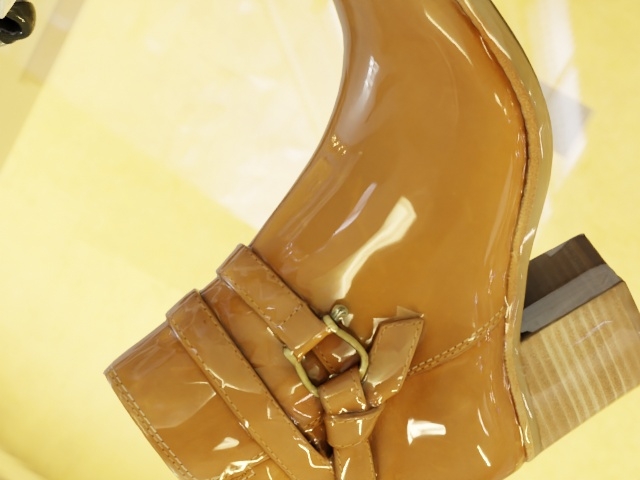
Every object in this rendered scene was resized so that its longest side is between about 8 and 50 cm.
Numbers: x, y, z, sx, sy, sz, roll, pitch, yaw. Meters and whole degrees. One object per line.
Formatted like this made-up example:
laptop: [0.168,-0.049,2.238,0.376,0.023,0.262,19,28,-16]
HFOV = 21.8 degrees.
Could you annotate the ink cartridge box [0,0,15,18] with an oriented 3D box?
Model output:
ink cartridge box: [-0.127,-0.162,0.519,0.097,0.046,0.207,28,152,2]

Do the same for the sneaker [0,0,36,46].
sneaker: [-0.167,-0.174,0.951,0.132,0.228,0.086,57,171,32]

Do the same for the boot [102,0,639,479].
boot: [0.000,0.000,0.729,0.283,0.220,0.109,62,180,-23]
